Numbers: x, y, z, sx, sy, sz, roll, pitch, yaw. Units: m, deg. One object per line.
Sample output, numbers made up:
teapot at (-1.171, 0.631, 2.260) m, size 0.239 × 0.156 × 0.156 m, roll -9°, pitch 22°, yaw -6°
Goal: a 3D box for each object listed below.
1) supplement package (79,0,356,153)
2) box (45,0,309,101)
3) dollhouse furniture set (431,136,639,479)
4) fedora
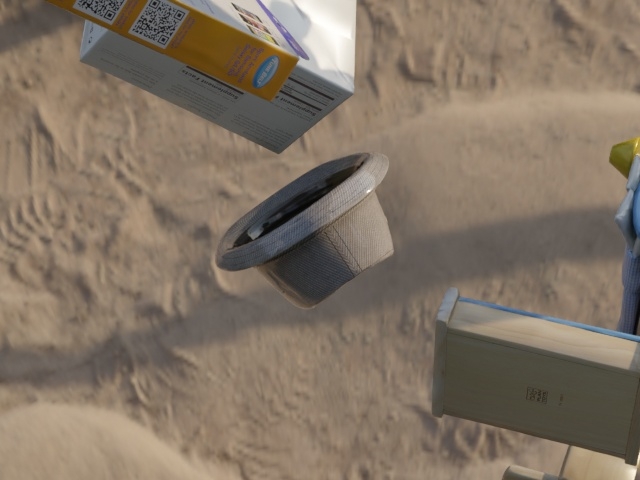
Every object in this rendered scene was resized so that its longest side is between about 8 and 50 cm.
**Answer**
supplement package at (-0.106, -0.255, 1.609) m, size 0.262 × 0.145 × 0.204 m, roll 24°, pitch 50°, yaw -29°
box at (-0.068, -0.106, 0.634) m, size 0.028 × 0.136 × 0.081 m, roll -53°, pitch 39°, yaw 17°
dollhouse furniture set at (0.249, 0.076, 1.464) m, size 0.198 × 0.286 × 0.303 m, roll 13°, pitch 45°, yaw 15°
fedora at (0.000, 0.000, 1.791) m, size 0.244 × 0.275 × 0.124 m, roll -36°, pitch 101°, yaw -15°
